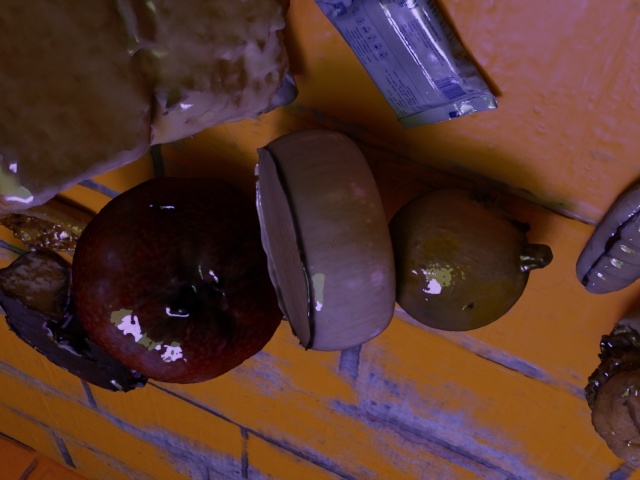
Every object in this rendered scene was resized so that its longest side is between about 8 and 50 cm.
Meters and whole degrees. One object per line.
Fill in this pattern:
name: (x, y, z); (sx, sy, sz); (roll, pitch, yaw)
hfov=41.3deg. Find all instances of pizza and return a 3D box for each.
pizza: (-0.491, -0.029, 1.488); (0.271, 0.056, 0.134); (15, 135, 24)

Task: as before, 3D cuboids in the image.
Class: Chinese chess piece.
Chinese chess piece: (0.000, 0.000, 0.981); (0.104, 0.257, 0.257); (-13, 146, -13)

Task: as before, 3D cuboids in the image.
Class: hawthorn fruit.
hawthorn fruit: (-0.216, 0.056, 1.208); (0.285, 0.285, 0.369); (45, 155, -20)

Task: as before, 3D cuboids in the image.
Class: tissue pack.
tissue pack: (0.083, -0.194, 0.855); (0.122, 0.026, 0.193); (-9, 129, 43)

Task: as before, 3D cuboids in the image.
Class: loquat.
loquat: (0.161, 0.020, 0.961); (0.204, 0.149, 0.172); (-9, 127, 33)

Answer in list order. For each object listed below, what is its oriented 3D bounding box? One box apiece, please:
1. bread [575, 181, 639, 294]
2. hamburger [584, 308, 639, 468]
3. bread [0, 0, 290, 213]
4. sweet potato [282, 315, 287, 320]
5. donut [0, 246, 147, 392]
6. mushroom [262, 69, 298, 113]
bread: (0.326, -0.002, 0.889); (0.073, 0.053, 0.214); (31, 147, 7)
hamburger: (0.447, 0.187, 0.956); (0.283, 0.145, 0.259); (14, 154, 17)
bread: (-0.230, -0.240, 0.696); (0.390, 0.279, 0.371); (10, 121, 63)
sweet potato: (-0.041, 0.100, 1.298); (0.226, 0.068, 0.068); (26, 146, 3)
donut: (-0.454, 0.169, 1.647); (0.345, 0.136, 0.259); (26, 148, 10)
mushroom: (-0.075, -0.264, 0.834); (0.122, 0.095, 0.351); (8, 145, 4)
